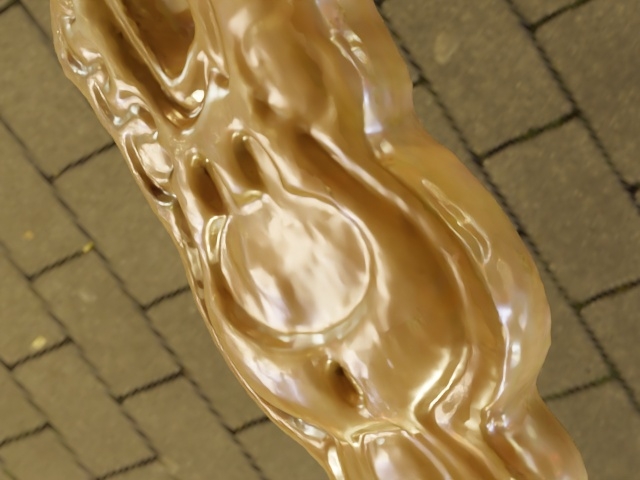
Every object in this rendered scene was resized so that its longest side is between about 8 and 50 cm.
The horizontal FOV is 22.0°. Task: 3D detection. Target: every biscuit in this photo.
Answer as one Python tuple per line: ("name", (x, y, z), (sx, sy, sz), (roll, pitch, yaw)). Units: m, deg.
("biscuit", (-0.001, 0.001, 0.453), (0.236, 0.040, 0.144), (64, 154, -4))
